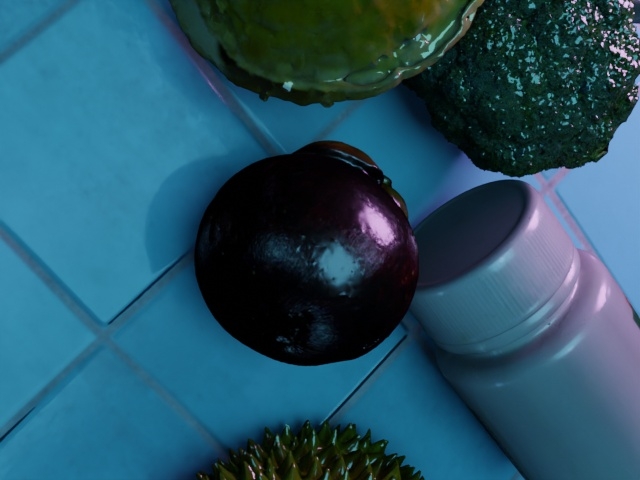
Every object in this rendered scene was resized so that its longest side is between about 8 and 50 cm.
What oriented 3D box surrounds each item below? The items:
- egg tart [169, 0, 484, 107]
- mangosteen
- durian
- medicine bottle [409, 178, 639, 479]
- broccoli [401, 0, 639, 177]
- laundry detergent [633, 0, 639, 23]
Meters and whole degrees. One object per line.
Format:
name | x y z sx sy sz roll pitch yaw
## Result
egg tart | 0.001 -0.292 0.691 0.345 0.132 0.345 -1 85 6
mangosteen | 0.000 0.000 0.766 0.211 0.211 0.250 55 42 -19
durian | -0.010 0.282 0.803 0.355 0.157 0.169 4 110 -25
medicine bottle | 0.240 0.115 0.871 0.208 0.208 0.339 -44 111 -15
broccoli | 0.202 -0.197 0.834 0.270 0.270 0.270 49 41 -21
laundry detergent | 0.352 -0.336 0.842 0.105 0.280 0.215 -8 98 -26
